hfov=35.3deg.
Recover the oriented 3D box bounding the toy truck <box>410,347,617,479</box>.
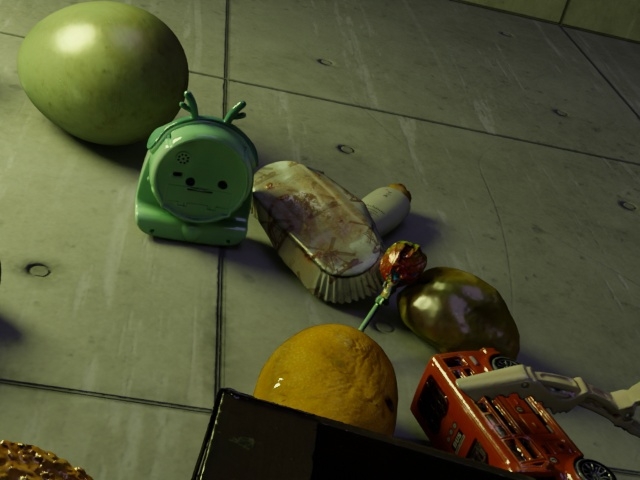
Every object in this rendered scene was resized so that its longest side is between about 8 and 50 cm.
[{"bbox_3d":[0.198,0.228,1.068,0.114,0.107,0.252,4,30,-27],"label":"toy truck"}]

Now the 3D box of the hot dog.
[{"bbox_3d":[-0.001,-0.017,1.404,0.144,0.075,0.268,-24,50,-17],"label":"hot dog"}]

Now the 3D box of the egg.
[{"bbox_3d":[-0.344,-0.260,1.554,0.295,0.218,0.218,13,26,23],"label":"egg"}]

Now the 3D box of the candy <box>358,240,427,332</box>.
[{"bbox_3d":[0.073,0.079,1.276,0.060,0.060,0.201,25,57,16],"label":"candy"}]

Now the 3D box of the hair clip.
[{"bbox_3d":[0.253,0.155,1.043,0.226,0.072,0.034,15,23,-10],"label":"hair clip"}]

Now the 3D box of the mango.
[{"bbox_3d":[-0.002,0.183,1.051,0.157,0.109,0.262,31,35,7],"label":"mango"}]

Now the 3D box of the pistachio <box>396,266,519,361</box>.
[{"bbox_3d":[0.178,0.095,1.298,0.189,0.110,0.100,39,5,37],"label":"pistachio"}]

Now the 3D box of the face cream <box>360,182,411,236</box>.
[{"bbox_3d":[0.088,-0.041,1.551,0.072,0.051,0.182,21,28,18],"label":"face cream"}]

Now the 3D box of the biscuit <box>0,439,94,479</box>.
[{"bbox_3d":[-0.252,0.260,0.792,0.254,0.035,0.254,24,34,-17],"label":"biscuit"}]

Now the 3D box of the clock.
[{"bbox_3d":[-0.162,-0.098,1.358,0.159,0.211,0.066,6,29,-13],"label":"clock"}]

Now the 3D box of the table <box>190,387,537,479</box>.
[{"bbox_3d":[0.017,0.294,0.778,0.282,0.196,0.250,16,27,-5],"label":"table"}]
